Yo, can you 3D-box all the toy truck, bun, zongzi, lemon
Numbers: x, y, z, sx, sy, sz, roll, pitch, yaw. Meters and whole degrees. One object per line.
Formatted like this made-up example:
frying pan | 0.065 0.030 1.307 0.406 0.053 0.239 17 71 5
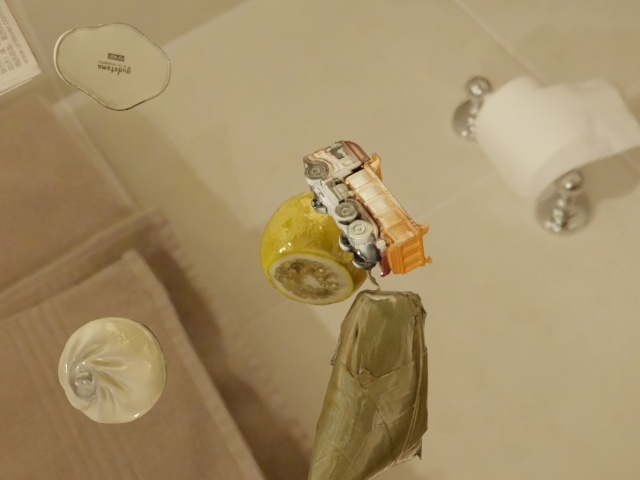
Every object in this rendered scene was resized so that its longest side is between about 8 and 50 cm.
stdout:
toy truck | 0.077 -0.058 1.670 0.270 0.135 0.114 54 166 36
bun | -0.331 0.207 1.507 0.172 0.173 0.120 57 -159 4
zongzi | 0.077 0.234 1.755 0.182 0.418 0.446 5 101 26
lemon | 0.000 0.000 2.016 0.241 0.219 0.240 10 143 8

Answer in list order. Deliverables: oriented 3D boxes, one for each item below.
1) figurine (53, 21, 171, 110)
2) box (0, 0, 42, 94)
figurine | -0.437 -0.351 1.915 0.250 0.166 0.141 17 -179 -44
box | -0.285 -0.164 0.610 0.199 0.135 0.081 66 161 -14
